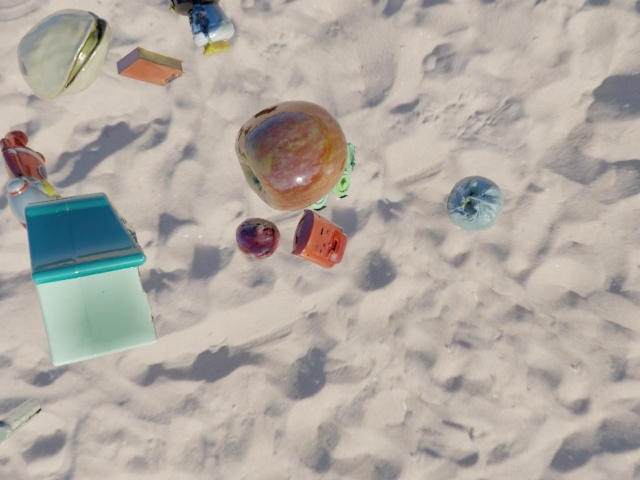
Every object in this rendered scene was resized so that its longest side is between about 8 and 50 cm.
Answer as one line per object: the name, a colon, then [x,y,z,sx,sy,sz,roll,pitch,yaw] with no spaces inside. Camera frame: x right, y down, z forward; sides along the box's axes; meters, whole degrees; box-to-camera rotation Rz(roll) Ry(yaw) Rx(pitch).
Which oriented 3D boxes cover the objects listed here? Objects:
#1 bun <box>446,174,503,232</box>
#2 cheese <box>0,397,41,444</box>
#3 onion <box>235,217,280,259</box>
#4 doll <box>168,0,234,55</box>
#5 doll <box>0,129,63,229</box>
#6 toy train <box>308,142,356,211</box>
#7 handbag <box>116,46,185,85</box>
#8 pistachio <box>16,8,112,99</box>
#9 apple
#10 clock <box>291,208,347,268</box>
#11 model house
bun: [0.371,-0.089,1.394,0.141,0.083,0.140,1,92,31]
cheese: [-0.547,0.340,0.783,0.400,0.085,0.034,-35,96,7]
onion: [-0.200,-0.020,1.864,0.150,0.140,0.150,4,70,-11]
doll: [-0.297,-0.580,1.311,0.141,0.177,0.313,-18,104,10]
doll: [-0.671,-0.125,1.344,0.106,0.199,0.336,-27,51,-7]
toy train: [-0.015,-0.214,1.805,0.159,0.272,0.188,23,130,42]
handbag: [-0.569,-0.583,1.940,0.127,0.190,0.062,-18,79,36]
pistachio: [-0.702,-0.519,1.592,0.332,0.208,0.226,-28,58,28]
apple: [-0.048,-0.149,0.999,0.174,0.188,0.188,-35,87,-18]
clock: [0.000,0.000,1.378,0.061,0.155,0.113,11,82,35]
model house: [-0.227,0.027,0.571,0.101,0.127,0.148,-13,108,-20]
